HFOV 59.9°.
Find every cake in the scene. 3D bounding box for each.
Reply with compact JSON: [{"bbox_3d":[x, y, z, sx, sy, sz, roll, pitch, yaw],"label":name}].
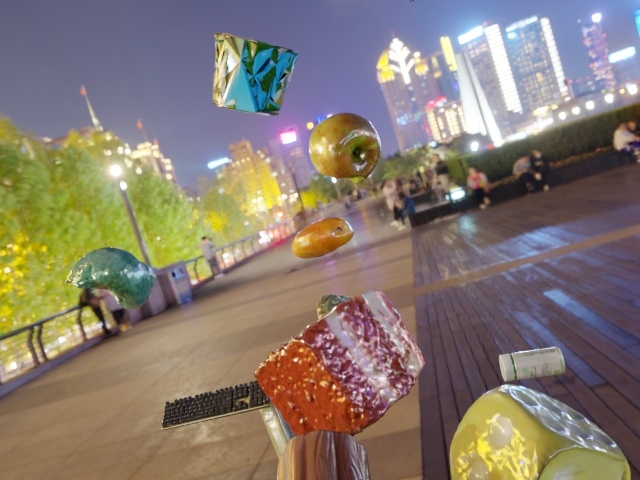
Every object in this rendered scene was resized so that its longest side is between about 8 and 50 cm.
[{"bbox_3d":[0.061,0.306,1.353,0.319,0.270,0.269,-29,-10,-44],"label":"cake"}]

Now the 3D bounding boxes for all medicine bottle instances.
[{"bbox_3d":[0.671,0.393,1.767,0.183,0.086,0.086,-10,5,9],"label":"medicine bottle"}]

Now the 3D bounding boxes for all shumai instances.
[{"bbox_3d":[0.112,0.323,2.284,0.218,0.256,0.189,-20,-13,-2],"label":"shumai"}]

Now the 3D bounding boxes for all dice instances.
[{"bbox_3d":[0.411,0.435,1.072,0.238,0.233,0.227,21,12,-22],"label":"dice"}]

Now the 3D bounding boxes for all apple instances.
[{"bbox_3d":[0.078,-0.316,1.911,0.246,0.246,0.226,-19,28,-24],"label":"apple"}]

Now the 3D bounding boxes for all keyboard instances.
[{"bbox_3d":[-0.296,0.460,1.576,0.317,0.027,0.106,-14,32,3],"label":"keyboard"}]

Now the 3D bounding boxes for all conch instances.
[{"bbox_3d":[-0.519,0.095,1.435,0.196,0.134,0.202,12,-17,41],"label":"conch"}]

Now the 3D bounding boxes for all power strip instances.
[{"bbox_3d":[-0.087,0.604,1.620,0.066,0.388,0.092,-28,-13,11],"label":"power strip"}]

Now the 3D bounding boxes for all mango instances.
[{"bbox_3d":[-0.003,-0.006,1.687,0.217,0.102,0.141,-27,3,36],"label":"mango"}]

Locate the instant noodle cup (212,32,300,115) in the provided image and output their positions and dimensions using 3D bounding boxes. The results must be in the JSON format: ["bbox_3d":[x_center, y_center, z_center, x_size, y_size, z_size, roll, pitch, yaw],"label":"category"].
[{"bbox_3d":[-0.182,-0.431,1.469,0.240,0.178,0.240,11,14,-3],"label":"instant noodle cup"}]

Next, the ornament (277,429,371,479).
[{"bbox_3d":[0.015,0.497,1.048,0.235,0.221,0.218,-40,25,21],"label":"ornament"}]
